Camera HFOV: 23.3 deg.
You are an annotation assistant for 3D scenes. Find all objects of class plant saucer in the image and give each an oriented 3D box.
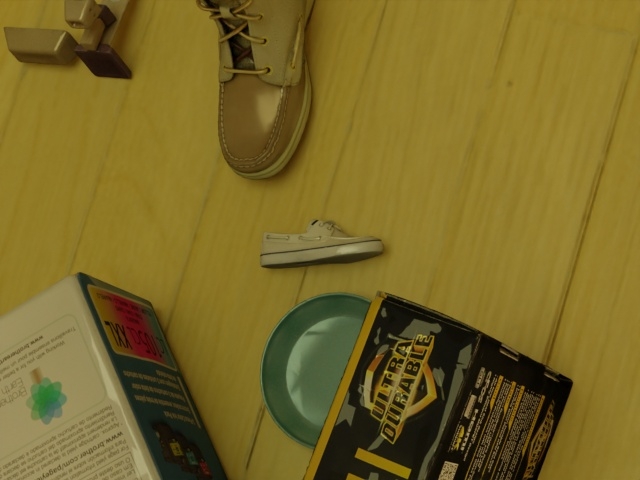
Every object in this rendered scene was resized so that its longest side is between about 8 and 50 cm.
[{"bbox_3d":[0.013,0.099,1.159,0.119,0.021,0.119,-4,77,19],"label":"plant saucer"}]

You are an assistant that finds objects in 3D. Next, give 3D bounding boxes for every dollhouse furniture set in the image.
[{"bbox_3d":[-0.211,-0.195,1.278,0.114,0.091,0.081,6,66,24],"label":"dollhouse furniture set"}]

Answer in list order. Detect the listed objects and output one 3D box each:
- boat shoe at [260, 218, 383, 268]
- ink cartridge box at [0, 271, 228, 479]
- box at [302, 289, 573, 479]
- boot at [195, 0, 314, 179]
[{"bbox_3d":[0.000,0.000,1.179,0.100,0.035,0.035,-6,80,26],"label":"boat shoe"},{"bbox_3d":[-0.184,0.265,1.128,0.270,0.151,0.395,-30,69,13],"label":"ink cartridge box"},{"bbox_3d":[0.050,0.211,0.997,0.079,0.257,0.322,20,87,22],"label":"box"},{"bbox_3d":[-0.063,-0.165,1.163,0.077,0.165,0.213,4,79,22],"label":"boot"}]
